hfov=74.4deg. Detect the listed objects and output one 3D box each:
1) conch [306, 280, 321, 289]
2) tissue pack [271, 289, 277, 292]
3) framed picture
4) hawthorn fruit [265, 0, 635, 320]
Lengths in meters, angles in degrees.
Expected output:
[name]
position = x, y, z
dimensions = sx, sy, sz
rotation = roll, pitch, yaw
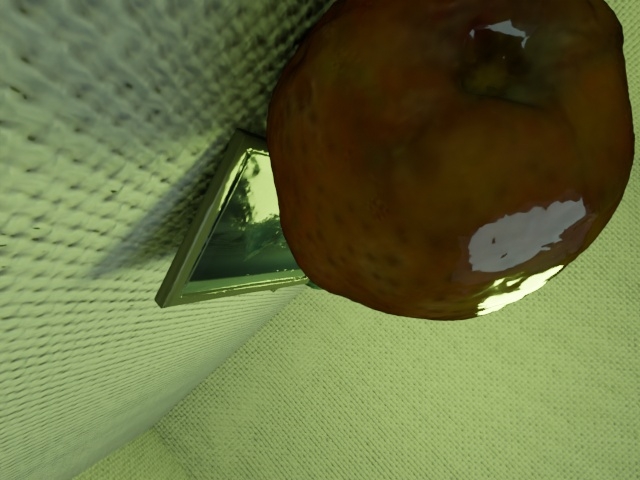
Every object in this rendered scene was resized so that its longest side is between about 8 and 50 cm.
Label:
[conch]
position = 0.003, 0.083, 1.628
dimensions = 0.221, 0.195, 0.277
rotation = -24, -166, 11
[tissue pack]
position = -0.129, 0.098, 1.505
dimensions = 0.149, 0.099, 0.106
rotation = -32, 169, -50
[framed picture]
position = -0.078, -0.027, 0.837
dimensions = 0.446, 0.028, 0.325
rotation = -2, 127, -59
[hawthorn fruit]
position = 0.152, -0.122, 0.553
dimensions = 0.472, 0.471, 0.471
rotation = -41, 171, -8
